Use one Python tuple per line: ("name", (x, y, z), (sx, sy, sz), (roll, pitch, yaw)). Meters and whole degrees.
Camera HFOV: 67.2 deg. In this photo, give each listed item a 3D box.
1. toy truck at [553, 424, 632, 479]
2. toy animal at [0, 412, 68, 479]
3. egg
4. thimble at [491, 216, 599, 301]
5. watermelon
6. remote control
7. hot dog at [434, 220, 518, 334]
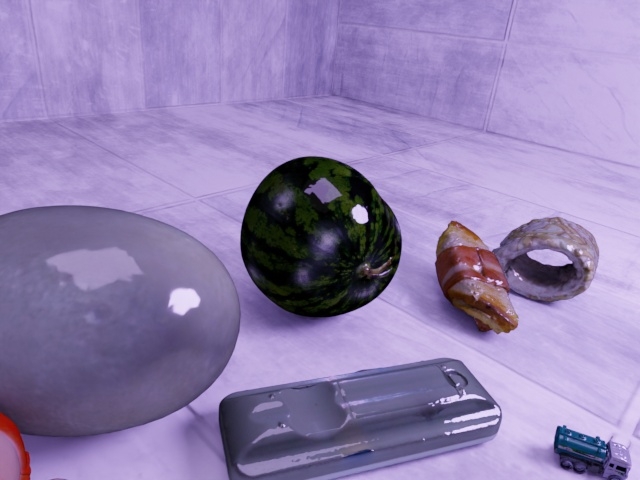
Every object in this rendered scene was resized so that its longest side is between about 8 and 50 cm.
("toy truck", (0.320, 0.251, 0.569), (0.083, 0.044, 0.039), (14, 30, 18))
("toy animal", (-0.298, 0.221, 0.382), (0.198, 0.171, 0.171), (22, 30, 26))
("egg", (-0.270, 0.087, 0.550), (0.352, 0.258, 0.258), (1, 26, -12))
("thimble", (0.434, 0.034, 0.941), (0.191, 0.137, 0.143), (3, 23, 31))
("watermelon", (-0.003, -0.002, 0.781), (0.269, 0.269, 0.269), (4, 26, -2))
("remote control", (0.052, 0.207, 0.581), (0.335, 0.065, 0.128), (-4, 30, -19))
("hot dog", (0.271, 0.074, 0.875), (0.123, 0.093, 0.261), (11, 40, -8))
